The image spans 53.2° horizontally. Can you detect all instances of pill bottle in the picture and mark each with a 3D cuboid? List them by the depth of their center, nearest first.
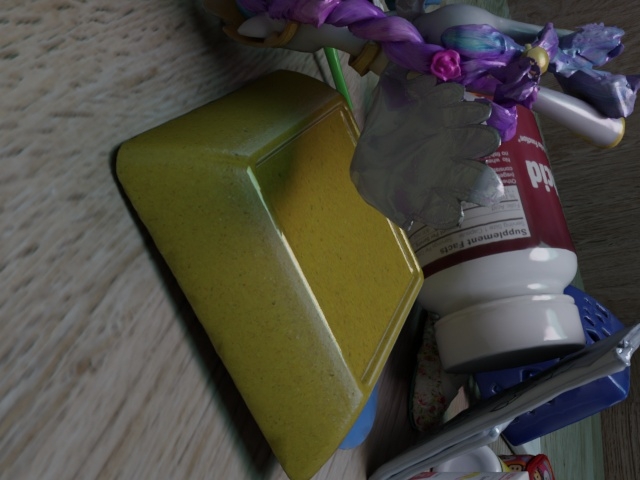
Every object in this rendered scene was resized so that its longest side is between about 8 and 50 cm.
[{"bbox_3d":[0.228,-0.023,0.910,0.224,0.224,0.392,26,51,-57],"label":"pill bottle"},{"bbox_3d":[0.248,0.380,0.976,0.184,0.103,0.103,49,40,-44],"label":"pill bottle"}]

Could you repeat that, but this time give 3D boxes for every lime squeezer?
[{"bbox_3d":[-0.009,-0.322,0.818,0.110,0.059,0.310,148,-70,-87],"label":"lime squeezer"}]

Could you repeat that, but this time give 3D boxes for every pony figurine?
[{"bbox_3d":[0.109,-0.170,0.572,0.364,0.351,0.302,8,100,-30],"label":"pony figurine"}]

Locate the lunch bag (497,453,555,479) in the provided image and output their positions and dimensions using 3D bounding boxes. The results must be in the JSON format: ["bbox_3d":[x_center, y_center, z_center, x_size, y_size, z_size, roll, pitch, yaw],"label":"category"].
[{"bbox_3d":[0.366,0.535,1.143,0.258,0.120,0.293,21,64,-63],"label":"lunch bag"}]

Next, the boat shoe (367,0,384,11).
[{"bbox_3d":[0.054,-0.318,0.869,0.184,0.066,0.063,73,14,-63],"label":"boat shoe"}]

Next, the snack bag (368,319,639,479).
[{"bbox_3d":[0.263,0.201,0.814,0.323,0.343,0.037,0,57,-57],"label":"snack bag"}]

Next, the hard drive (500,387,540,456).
[{"bbox_3d":[0.425,0.348,1.394,0.307,0.040,0.203,53,37,-41],"label":"hard drive"}]

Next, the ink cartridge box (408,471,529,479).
[{"bbox_3d":[0.189,0.325,0.780,0.115,0.198,0.067,12,70,-61],"label":"ink cartridge box"}]

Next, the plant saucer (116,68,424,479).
[{"bbox_3d":[0.000,0.000,0.633,0.332,0.081,0.332,64,31,-15],"label":"plant saucer"}]

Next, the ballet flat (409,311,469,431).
[{"bbox_3d":[0.188,0.177,0.967,0.091,0.077,0.241,60,33,-34],"label":"ballet flat"}]

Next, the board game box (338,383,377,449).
[{"bbox_3d":[0.005,0.138,0.681,0.168,0.033,0.133,66,30,-10],"label":"board game box"}]

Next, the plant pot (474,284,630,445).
[{"bbox_3d":[0.390,0.188,1.155,0.212,0.236,0.236,50,33,-1],"label":"plant pot"}]
